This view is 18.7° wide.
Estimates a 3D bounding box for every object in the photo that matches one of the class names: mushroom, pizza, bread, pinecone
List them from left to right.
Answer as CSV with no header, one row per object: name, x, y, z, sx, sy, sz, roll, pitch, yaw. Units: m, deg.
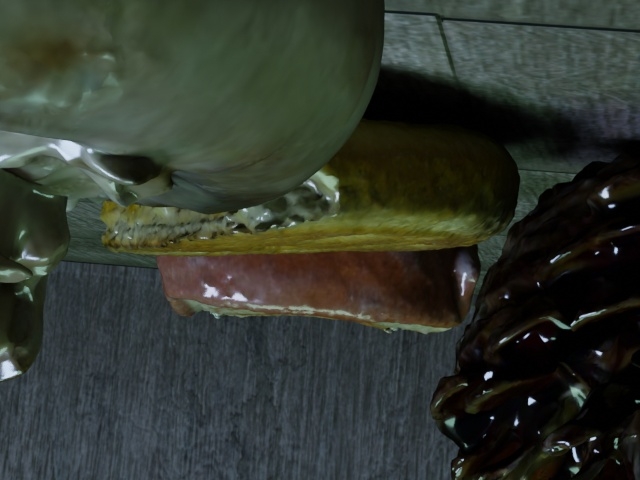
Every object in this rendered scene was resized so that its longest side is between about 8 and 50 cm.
mushroom,-0.096,-0.051,0.495,0.226,0.178,0.226,-4,177,0
bread,-0.001,-0.001,1.350,0.244,0.123,0.190,3,176,11
pizza,0.033,-0.033,1.118,0.268,0.087,0.258,2,179,-28
pinecone,0.206,0.073,1.135,0.242,0.296,0.298,29,144,-3
